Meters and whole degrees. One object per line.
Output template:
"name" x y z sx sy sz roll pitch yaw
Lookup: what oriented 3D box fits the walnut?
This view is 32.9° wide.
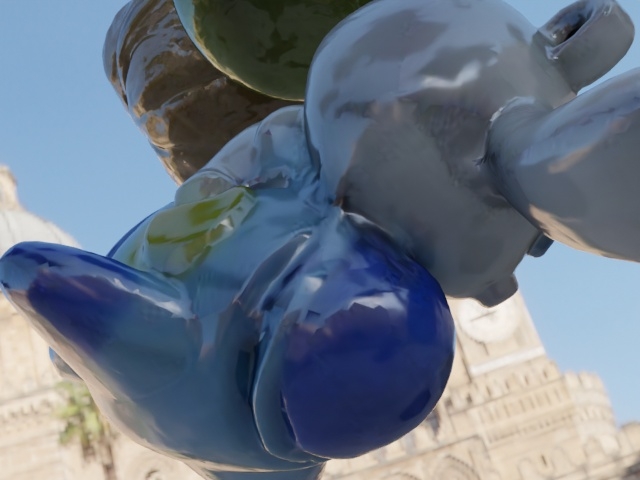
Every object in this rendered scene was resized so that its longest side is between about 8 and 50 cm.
"walnut" -0.077 -0.172 1.161 0.285 0.296 0.285 -12 -50 -15

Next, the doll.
"doll" 0.005 0.007 0.542 0.366 0.187 0.376 -37 0 6

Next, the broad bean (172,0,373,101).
"broad bean" -0.016 -0.258 0.993 0.238 0.291 0.119 28 -26 -9
